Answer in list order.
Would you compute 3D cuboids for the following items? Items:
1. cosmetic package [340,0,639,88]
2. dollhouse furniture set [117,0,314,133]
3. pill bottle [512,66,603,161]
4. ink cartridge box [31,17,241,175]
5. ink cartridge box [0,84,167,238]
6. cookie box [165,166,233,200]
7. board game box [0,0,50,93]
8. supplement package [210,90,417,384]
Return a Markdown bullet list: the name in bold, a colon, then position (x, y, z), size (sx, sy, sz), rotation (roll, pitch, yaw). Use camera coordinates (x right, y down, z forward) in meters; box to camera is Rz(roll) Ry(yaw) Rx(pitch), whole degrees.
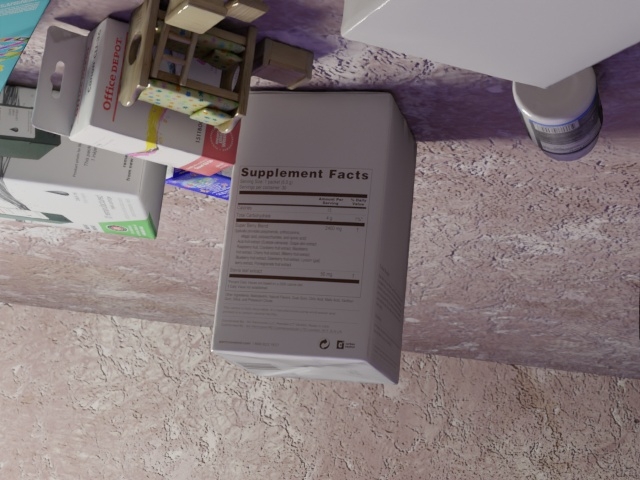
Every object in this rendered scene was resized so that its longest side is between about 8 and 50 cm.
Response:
- **cosmetic package**: position (0.154, -0.226, 0.620), size (0.155, 0.197, 0.365), rotation (11, 167, -21)
- **dollhouse furniture set**: position (-0.071, -0.163, 1.176), size (0.182, 0.101, 0.161), rotation (13, 165, -27)
- **pill bottle**: position (0.234, -0.128, 1.230), size (0.078, 0.078, 0.137), rotation (2, 166, 17)
- **ink cartridge box**: position (-0.178, -0.146, 1.266), size (0.198, 0.115, 0.067), rotation (13, 166, -27)
- **ink cartridge box**: position (-0.342, -0.097, 1.533), size (0.289, 0.121, 0.211), rotation (7, 166, 1)
- **cookie box**: position (-0.135, -0.087, 1.651), size (0.107, 0.040, 0.092), rotation (16, 163, -32)
- **board game box**: position (-0.391, -0.176, 1.109), size (0.253, 0.079, 0.336), rotation (-17, 177, -25)
- **supplement package**: position (0.000, 0.000, 1.407), size (0.175, 0.293, 0.177), rotation (2, 166, 15)
